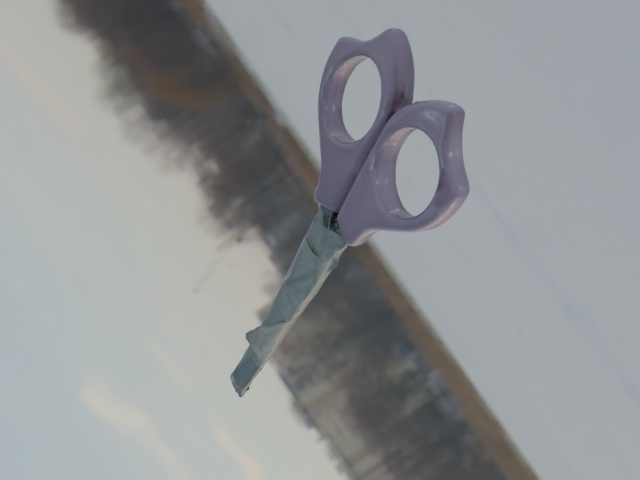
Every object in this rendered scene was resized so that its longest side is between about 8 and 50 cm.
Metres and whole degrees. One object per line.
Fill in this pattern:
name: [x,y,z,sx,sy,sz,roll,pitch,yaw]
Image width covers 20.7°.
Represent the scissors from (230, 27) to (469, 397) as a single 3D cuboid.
scissors: [0.001,0.000,0.830,0.021,0.212,0.110,2,-138,-40]
